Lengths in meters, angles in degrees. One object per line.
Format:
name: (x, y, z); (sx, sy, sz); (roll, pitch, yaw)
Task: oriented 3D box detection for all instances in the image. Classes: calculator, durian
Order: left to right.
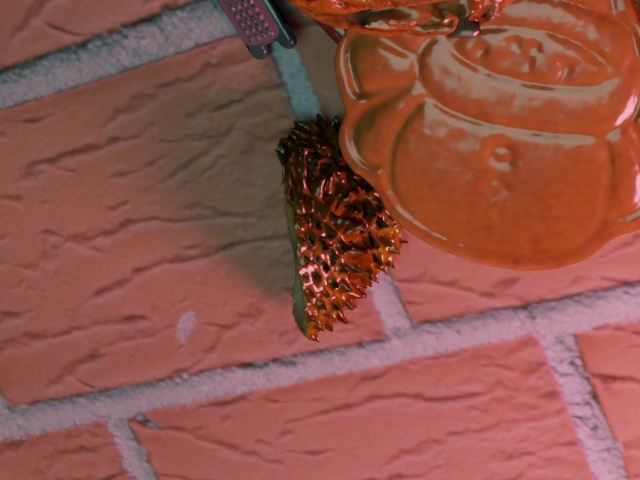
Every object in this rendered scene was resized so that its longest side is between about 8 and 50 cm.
calculator: (-0.079, -0.243, 1.513); (0.094, 0.019, 0.141); (-12, 115, 52)
durian: (0.000, 0.000, 1.574); (0.139, 0.144, 0.252); (15, 129, 42)

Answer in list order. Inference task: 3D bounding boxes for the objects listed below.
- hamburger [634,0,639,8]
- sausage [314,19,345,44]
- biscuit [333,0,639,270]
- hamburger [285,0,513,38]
hamburger: (0.333, -0.263, 1.273); (0.189, 0.122, 0.215); (-18, 105, 31)
sausage: (-0.036, -0.264, 1.490); (0.253, 0.034, 0.034); (46, 124, -3)
biscuit: (0.166, -0.133, 1.438); (0.312, 0.057, 0.351); (2, 115, 15)
hamburger: (0.063, -0.322, 1.308); (0.290, 0.170, 0.314); (-3, 93, 22)
